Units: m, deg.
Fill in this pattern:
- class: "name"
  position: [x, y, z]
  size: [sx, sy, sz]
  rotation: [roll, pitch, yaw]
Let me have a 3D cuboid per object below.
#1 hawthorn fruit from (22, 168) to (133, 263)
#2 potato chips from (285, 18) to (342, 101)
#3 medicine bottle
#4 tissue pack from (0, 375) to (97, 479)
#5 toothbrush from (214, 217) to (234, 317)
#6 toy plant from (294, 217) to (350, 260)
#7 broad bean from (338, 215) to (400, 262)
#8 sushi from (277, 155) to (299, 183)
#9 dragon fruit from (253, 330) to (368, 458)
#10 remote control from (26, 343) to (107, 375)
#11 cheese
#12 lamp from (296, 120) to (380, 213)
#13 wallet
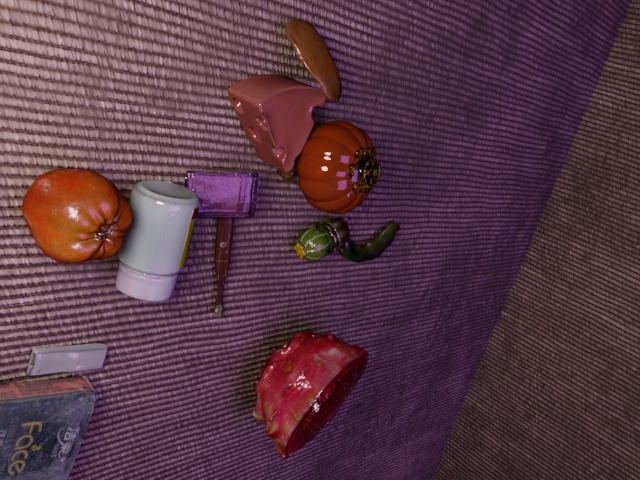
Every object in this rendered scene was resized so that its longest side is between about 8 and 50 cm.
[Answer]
- class: "hawthorn fruit"
  position: [-0.438, -0.045, 1.134]
  size: [0.189, 0.189, 0.189]
  rotation: [-28, 133, -35]
- class: "potato chips"
  position: [-0.002, -0.404, 1.409]
  size: [0.201, 0.049, 0.150]
  rotation: [64, 28, -10]
- class: "medicine bottle"
  position: [-0.339, -0.002, 1.303]
  size: [0.139, 0.139, 0.225]
  rotation: [-1, 114, -49]
- class: "tissue pack"
  position: [-0.634, 0.393, 1.264]
  size: [0.316, 0.103, 0.227]
  rotation: [7, 111, -50]
- class: "toothbrush"
  position: [-0.236, 0.030, 1.526]
  size: [0.041, 0.041, 0.363]
  rotation: [-17, 126, -42]
- class: "toy plant"
  position: [0.000, 0.000, 1.735]
  size: [0.162, 0.093, 0.092]
  rotation: [-27, 133, -31]
- class: "broad bean"
  position: [0.142, 0.002, 1.929]
  size: [0.292, 0.049, 0.144]
  rotation: [4, 110, -49]
- class: "sushi"
  position: [-0.075, -0.199, 1.544]
  size: [0.052, 0.055, 0.120]
  rotation: [-2, 114, -41]
- class: "dragon fruit"
  position: [-0.050, 0.420, 1.843]
  size: [0.386, 0.249, 0.371]
  rotation: [-50, 158, -6]
- class: "remote control"
  position: [-0.534, 0.254, 1.345]
  size: [0.162, 0.029, 0.061]
  rotation: [3, 110, -49]
- class: "cheese"
  position: [-0.077, -0.291, 1.417]
  size: [0.177, 0.128, 0.202]
  rotation: [-44, 139, -19]
- class: "lamp"
  position: [0.042, -0.172, 1.497]
  size: [0.223, 0.197, 0.223]
  rotation: [-23, 118, -52]
- class: "wallet"
  position: [-0.222, -0.101, 1.417]
  size: [0.166, 0.030, 0.111]
  rotation: [-2, 118, -24]
